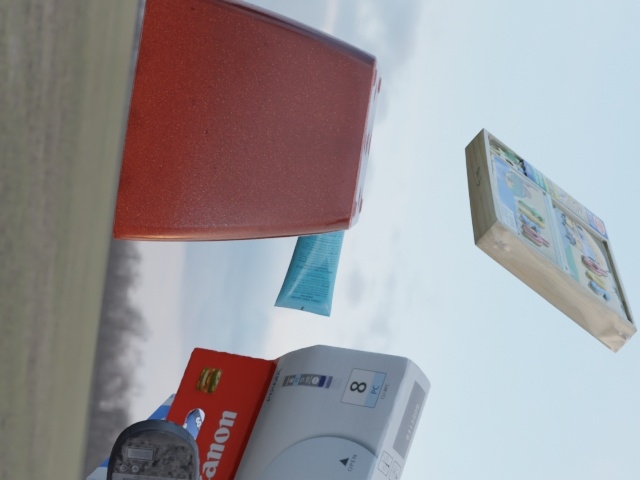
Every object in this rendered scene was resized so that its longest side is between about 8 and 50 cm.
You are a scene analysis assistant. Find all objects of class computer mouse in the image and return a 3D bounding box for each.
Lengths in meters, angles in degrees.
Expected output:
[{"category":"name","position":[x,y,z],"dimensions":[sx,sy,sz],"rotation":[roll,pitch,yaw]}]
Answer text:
[{"category":"computer mouse","position":[-0.222,0.298,1.448],"dimensions":[0.060,0.184,0.262],"rotation":[-103,-164,-71]}]

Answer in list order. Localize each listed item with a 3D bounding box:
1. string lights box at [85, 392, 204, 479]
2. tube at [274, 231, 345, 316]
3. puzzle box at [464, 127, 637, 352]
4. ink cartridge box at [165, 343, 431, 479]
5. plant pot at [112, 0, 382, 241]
[{"category":"string lights box","position":[-0.246,0.353,2.082],"dimensions":[0.260,0.077,0.133],"rotation":[-45,130,-55]},{"category":"tube","position":[0.000,0.000,1.838],"dimensions":[0.052,0.080,0.207],"rotation":[-119,-138,-75]},{"category":"puzzle box","position":[0.345,-0.012,2.089],"dimensions":[0.052,0.272,0.409],"rotation":[-48,-167,20]},{"category":"ink cartridge box","position":[-0.079,0.281,1.790],"dimensions":[0.091,0.385,0.308],"rotation":[52,52,-51]},{"category":"plant pot","position":[-0.063,-0.121,1.466],"dimensions":[0.267,0.236,0.267],"rotation":[-30,128,-84]}]
